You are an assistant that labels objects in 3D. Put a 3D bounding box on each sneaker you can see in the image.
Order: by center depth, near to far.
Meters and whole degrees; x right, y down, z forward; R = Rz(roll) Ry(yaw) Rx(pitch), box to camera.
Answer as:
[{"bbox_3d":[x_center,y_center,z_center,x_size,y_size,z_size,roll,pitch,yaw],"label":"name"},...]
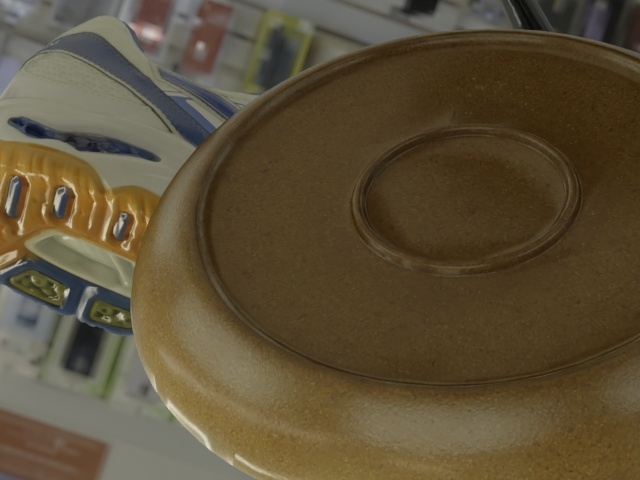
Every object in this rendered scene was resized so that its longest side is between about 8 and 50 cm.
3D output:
[{"bbox_3d":[0.000,0.000,0.755,0.296,0.131,0.112,30,135,-10],"label":"sneaker"}]

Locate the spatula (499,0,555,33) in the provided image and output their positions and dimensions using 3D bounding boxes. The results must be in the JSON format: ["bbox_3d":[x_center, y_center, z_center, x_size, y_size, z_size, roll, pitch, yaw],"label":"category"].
[{"bbox_3d":[0.069,-0.143,0.865,0.296,0.030,0.084,59,-172,20],"label":"spatula"}]

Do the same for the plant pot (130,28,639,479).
[{"bbox_3d":[0.050,-0.006,0.603,0.236,0.236,0.032,19,137,29],"label":"plant pot"}]
